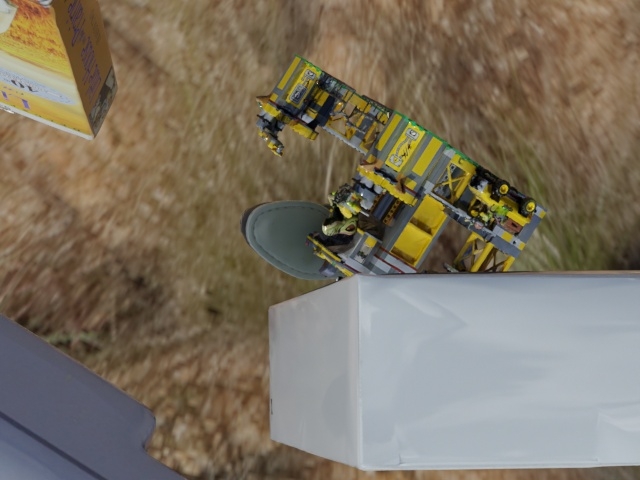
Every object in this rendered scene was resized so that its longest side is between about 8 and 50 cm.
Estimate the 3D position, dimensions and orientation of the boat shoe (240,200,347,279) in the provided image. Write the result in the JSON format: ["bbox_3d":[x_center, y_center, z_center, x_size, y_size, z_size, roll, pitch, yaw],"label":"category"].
[{"bbox_3d":[0.000,0.000,1.900,0.228,0.069,0.081,14,96,-37],"label":"boat shoe"}]

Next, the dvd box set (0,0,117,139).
[{"bbox_3d":[-0.316,-0.201,1.355,0.308,0.420,0.062,23,80,0],"label":"dvd box set"}]

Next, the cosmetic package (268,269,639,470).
[{"bbox_3d":[0.130,0.070,0.961,0.284,0.377,0.097,-2,86,-8],"label":"cosmetic package"}]

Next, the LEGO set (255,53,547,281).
[{"bbox_3d":[0.049,-0.023,1.718,0.255,0.331,0.192,30,94,-40],"label":"LEGO set"}]

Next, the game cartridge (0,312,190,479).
[{"bbox_3d":[-0.142,0.102,0.467,0.196,0.060,0.294,34,138,10],"label":"game cartridge"}]
